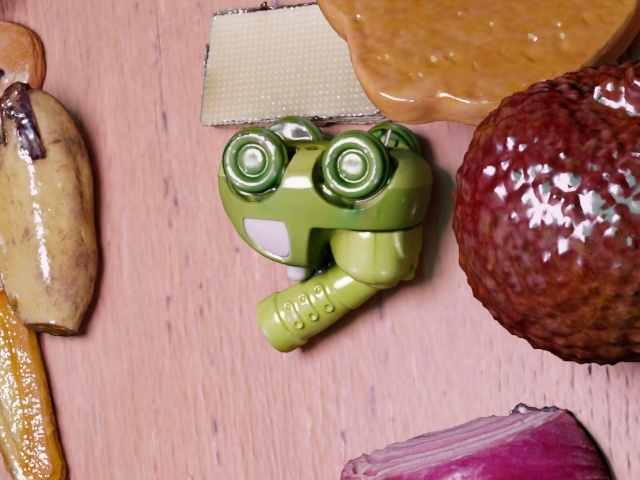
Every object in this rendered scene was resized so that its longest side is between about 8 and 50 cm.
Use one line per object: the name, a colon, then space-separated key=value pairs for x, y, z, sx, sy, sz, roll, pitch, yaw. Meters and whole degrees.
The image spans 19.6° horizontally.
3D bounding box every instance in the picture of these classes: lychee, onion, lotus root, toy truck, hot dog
lychee: x=0.239 y=-0.025 z=1.490 sx=0.260 sy=0.260 sz=0.261 roll=-6 pitch=75 yaw=25
onion: x=0.124 y=0.263 z=1.551 sx=0.250 sy=0.111 sz=0.247 roll=-19 pitch=69 yaw=20
lotus root: x=-0.278 y=-0.030 z=1.830 sx=0.110 sy=0.097 sz=0.258 roll=-12 pitch=80 yaw=26
toy truck: x=0.013 y=-0.015 z=1.661 sx=0.187 sy=0.148 sz=0.211 roll=-13 pitch=93 yaw=20
hot dog: x=-0.300 y=0.149 z=1.824 sx=0.066 sy=0.047 sz=0.216 roll=-12 pitch=69 yaw=-15

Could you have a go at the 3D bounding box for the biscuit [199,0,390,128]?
biscuit: x=-0.019 y=-0.167 z=1.762 sx=0.199 sy=0.040 sz=0.121 roll=0 pitch=80 yaw=28

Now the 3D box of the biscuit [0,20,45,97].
biscuit: x=-0.409 y=-0.100 z=1.941 sx=0.324 sy=0.049 sz=0.205 roll=-45 pitch=62 yaw=9

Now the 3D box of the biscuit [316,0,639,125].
biscuit: x=0.140 y=-0.262 z=1.653 sx=0.312 sy=0.057 sz=0.351 roll=-27 pitch=64 yaw=-4
